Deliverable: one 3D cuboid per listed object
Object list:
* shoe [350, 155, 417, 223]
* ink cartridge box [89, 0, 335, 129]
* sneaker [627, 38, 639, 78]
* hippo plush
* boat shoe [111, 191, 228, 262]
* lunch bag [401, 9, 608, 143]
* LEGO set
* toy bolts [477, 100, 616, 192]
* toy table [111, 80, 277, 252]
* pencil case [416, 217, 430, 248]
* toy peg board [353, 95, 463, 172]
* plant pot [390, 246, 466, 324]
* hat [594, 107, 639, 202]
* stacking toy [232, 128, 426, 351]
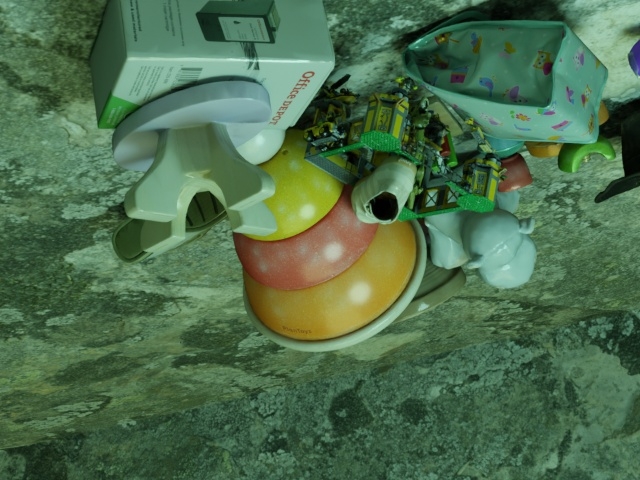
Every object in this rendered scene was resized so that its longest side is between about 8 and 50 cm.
[{"bbox_3d":[0.090,-0.064,1.724,0.076,0.058,0.219,16,159,-6],"label":"shoe"},{"bbox_3d":[-0.154,-0.247,1.545,0.289,0.122,0.211,-2,160,-23],"label":"ink cartridge box"},{"bbox_3d":[0.634,-0.335,1.771,0.293,0.102,0.146,-13,157,-7],"label":"sneaker"},{"bbox_3d":[0.318,-0.045,2.099,0.234,0.236,0.294,-41,131,-9],"label":"hippo plush"},{"bbox_3d":[-0.250,-0.054,2.078,0.302,0.113,0.103,-24,177,28],"label":"boat shoe"},{"bbox_3d":[0.280,-0.245,1.716,0.262,0.160,0.223,10,174,34],"label":"lunch bag"},{"bbox_3d":[0.136,-0.177,1.763,0.331,0.192,0.255,25,156,-28],"label":"LEGO set"},{"bbox_3d":[0.379,-0.207,1.998,0.228,0.159,0.218,-19,-159,-5],"label":"toy bolts"},{"bbox_3d":[-0.170,-0.094,1.547,0.252,0.161,0.274,3,160,-35],"label":"toy table"},{"bbox_3d":[0.224,-0.015,2.385,0.124,0.124,0.284,-2,159,-23],"label":"pencil case"},{"bbox_3d":[0.163,-0.170,1.990,0.161,0.079,0.160,-18,159,18],"label":"toy peg board"},{"bbox_3d":[0.169,0.077,2.285,0.237,0.110,0.237,-24,-171,4],"label":"plant pot"},{"bbox_3d":[0.642,-0.194,2.095,0.331,0.134,0.331,-23,175,-2],"label":"hat"},{"bbox_3d":[-0.042,-0.070,1.882,0.350,0.351,0.480,-15,137,12],"label":"stacking toy"}]
